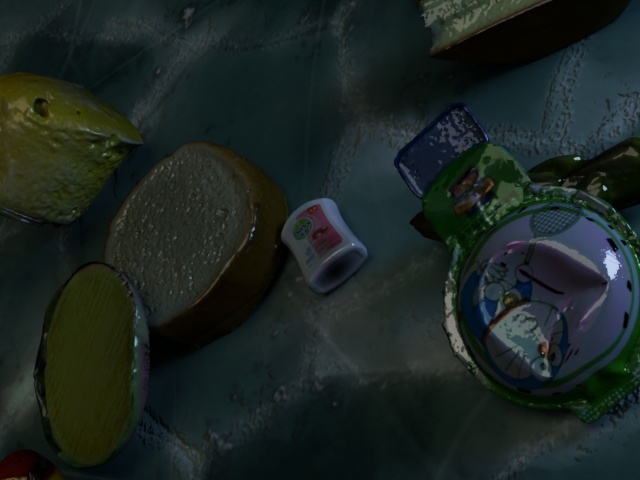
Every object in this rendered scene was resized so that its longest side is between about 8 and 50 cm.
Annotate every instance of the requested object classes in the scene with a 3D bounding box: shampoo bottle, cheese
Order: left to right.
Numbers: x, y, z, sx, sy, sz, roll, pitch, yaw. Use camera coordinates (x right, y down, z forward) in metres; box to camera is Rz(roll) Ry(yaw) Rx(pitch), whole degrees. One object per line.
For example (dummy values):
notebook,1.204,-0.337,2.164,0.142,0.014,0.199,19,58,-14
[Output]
shampoo bottle,0.000,0.000,1.665,0.072,0.043,0.099,-40,47,9
cheese,0.178,0.018,1.446,0.204,0.083,0.320,-42,67,21

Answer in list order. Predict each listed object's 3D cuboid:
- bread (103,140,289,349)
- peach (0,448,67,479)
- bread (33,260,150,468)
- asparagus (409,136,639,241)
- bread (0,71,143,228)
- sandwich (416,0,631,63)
bread,-0.138,0.004,1.751,0.236,0.070,0.236,-20,53,28
peach,-0.300,0.349,1.586,0.154,0.159,0.267,-23,62,1
bread,-0.244,0.136,1.724,0.228,0.033,0.228,-13,73,50
asparagus,0.215,-0.039,1.509,0.287,0.080,0.080,-12,57,25
bread,-0.325,-0.110,1.898,0.197,0.197,0.170,34,99,44
sandwich,0.230,-0.254,1.615,0.258,0.096,0.094,-24,58,22
